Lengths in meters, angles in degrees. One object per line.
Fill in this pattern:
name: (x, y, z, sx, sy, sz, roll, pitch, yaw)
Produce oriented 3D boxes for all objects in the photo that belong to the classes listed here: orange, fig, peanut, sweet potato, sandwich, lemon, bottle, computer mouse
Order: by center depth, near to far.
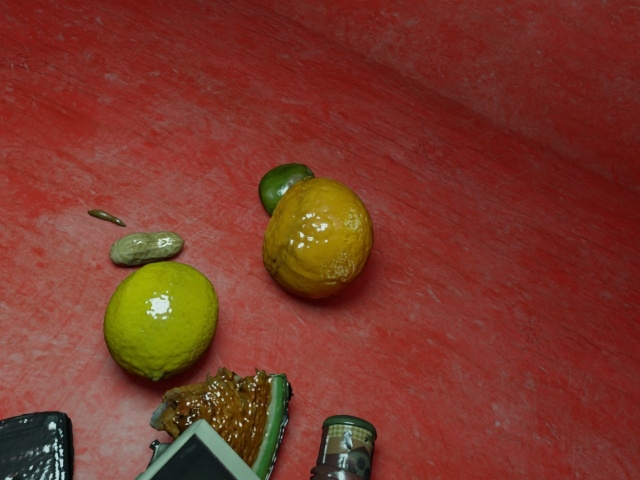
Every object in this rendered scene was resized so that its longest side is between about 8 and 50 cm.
computer mouse: (-0.547, 0.456, 0.760, 0.170, 0.100, 0.269, -2, 49, -28)
sandwich: (-0.221, 0.389, 0.896, 0.301, 0.162, 0.250, 31, 55, -38)
bottle: (0.051, 0.534, 0.901, 0.156, 0.143, 0.271, 2, 46, 13)
lemon: (-0.358, 0.177, 0.954, 0.267, 0.267, 0.267, 10, 51, -13)
peanut: (-0.469, 0.016, 1.137, 0.194, 0.093, 0.083, -14, 46, -26)
orange: (0.000, 0.000, 1.171, 0.293, 0.340, 0.340, 23, 48, -17)
sweet potato: (-0.609, -0.068, 1.191, 0.115, 0.026, 0.026, 21, 49, -3)
fig: (-0.103, -0.166, 1.367, 0.181, 0.191, 0.181, 40, 18, -16)

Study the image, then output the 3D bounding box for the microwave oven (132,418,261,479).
microwave oven: (-0.282, 0.513, 0.594, 0.247, 0.333, 0.394, 39, 23, 8)
